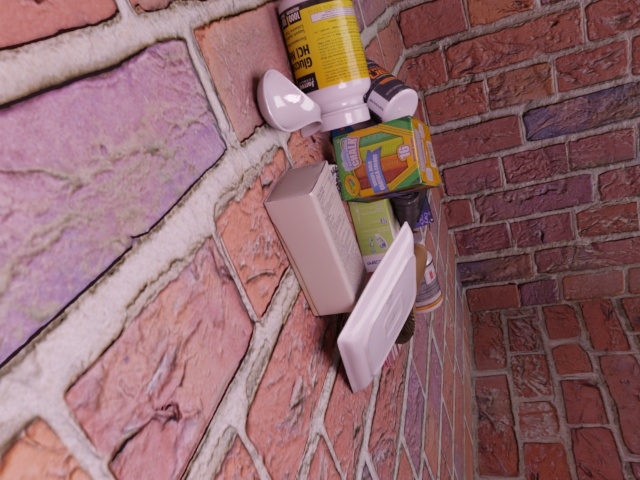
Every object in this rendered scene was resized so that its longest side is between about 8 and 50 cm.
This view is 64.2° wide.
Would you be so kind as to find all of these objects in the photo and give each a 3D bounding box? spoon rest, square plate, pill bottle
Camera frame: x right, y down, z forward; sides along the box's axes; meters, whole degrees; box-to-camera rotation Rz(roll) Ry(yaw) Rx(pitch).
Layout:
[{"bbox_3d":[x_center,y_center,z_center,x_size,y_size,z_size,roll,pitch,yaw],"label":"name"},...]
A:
[{"bbox_3d":[-0.062,-0.300,1.167,0.276,0.084,0.137,3,77,-70],"label":"spoon rest"},{"bbox_3d":[0.160,0.182,1.263,0.347,0.049,0.344,-57,154,-26],"label":"square plate"},{"bbox_3d":[0.147,-0.423,1.437,0.245,0.130,0.130,47,3,32],"label":"pill bottle"},{"bbox_3d":[0.360,0.128,1.947,0.162,0.162,0.278,-59,135,-60],"label":"pill bottle"},{"bbox_3d":[0.021,-0.458,1.312,0.188,0.188,0.334,-43,119,-66],"label":"pill bottle"}]

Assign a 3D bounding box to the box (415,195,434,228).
[{"bbox_3d":[0.302,-0.167,1.902,0.184,0.103,0.261,-18,92,-44],"label":"box"}]

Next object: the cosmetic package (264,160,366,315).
[{"bbox_3d":[0.000,0.000,1.142,0.160,0.113,0.309,-67,141,-55],"label":"cosmetic package"}]

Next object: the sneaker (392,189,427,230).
[{"bbox_3d":[0.289,-0.123,1.657,0.286,0.109,0.130,-48,135,-57],"label":"sneaker"}]

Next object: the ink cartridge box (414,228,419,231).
[{"bbox_3d":[0.332,-0.126,2.101,0.235,0.088,0.193,4,77,-68],"label":"ink cartridge box"}]

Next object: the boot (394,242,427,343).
[{"bbox_3d":[0.287,0.167,1.635,0.269,0.089,0.236,-51,151,-59],"label":"boot"}]

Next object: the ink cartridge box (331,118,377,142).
[{"bbox_3d":[0.137,-0.382,1.600,0.168,0.171,0.232,44,40,-57],"label":"ink cartridge box"}]

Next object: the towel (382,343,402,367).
[{"bbox_3d":[0.221,0.259,1.701,0.329,0.037,0.237,-21,97,-71],"label":"towel"}]

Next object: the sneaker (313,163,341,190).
[{"bbox_3d":[0.010,-0.146,1.302,0.063,0.073,0.162,-60,162,-26],"label":"sneaker"}]

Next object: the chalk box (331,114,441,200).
[{"bbox_3d":[0.151,-0.204,1.390,0.179,0.289,0.180,-4,83,-62],"label":"chalk box"}]

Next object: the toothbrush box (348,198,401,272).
[{"bbox_3d":[0.191,-0.066,1.659,0.206,0.122,0.283,-44,122,-65],"label":"toothbrush box"}]
